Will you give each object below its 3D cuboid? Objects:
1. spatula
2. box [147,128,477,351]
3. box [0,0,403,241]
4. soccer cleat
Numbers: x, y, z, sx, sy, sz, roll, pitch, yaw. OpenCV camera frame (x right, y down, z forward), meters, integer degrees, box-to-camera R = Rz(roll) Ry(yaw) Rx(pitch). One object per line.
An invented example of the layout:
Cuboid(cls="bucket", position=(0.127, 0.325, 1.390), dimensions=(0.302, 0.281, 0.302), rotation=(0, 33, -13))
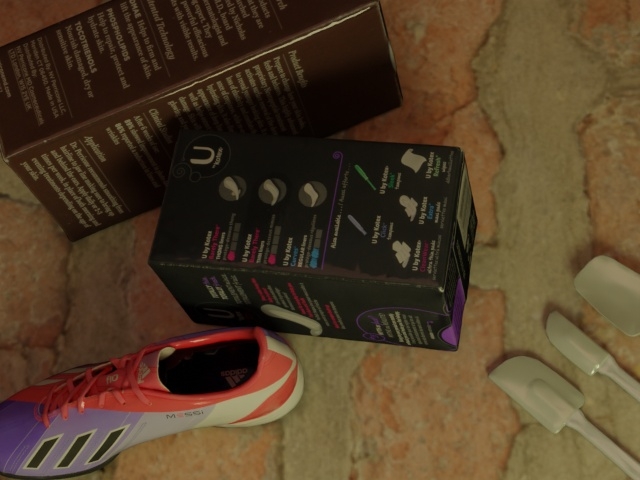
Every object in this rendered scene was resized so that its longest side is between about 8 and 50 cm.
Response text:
Cuboid(cls="spatula", position=(0.295, 0.138, 1.200), dimensions=(0.242, 0.019, 0.168), rotation=(40, 77, 24))
Cuboid(cls="box", position=(0.000, 0.000, 1.239), dimensions=(0.270, 0.165, 0.143), rotation=(5, 67, 13))
Cuboid(cls="box", position=(-0.123, -0.159, 1.324), dimensions=(0.381, 0.191, 0.143), rotation=(-21, 63, 1))
Cuboid(cls="soccer cleat", position=(-0.177, 0.142, 1.235), dimensions=(0.318, 0.116, 0.108), rotation=(-13, 64, 5))
